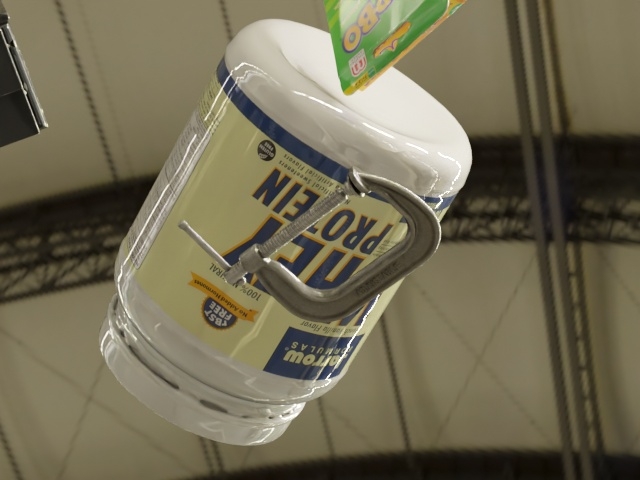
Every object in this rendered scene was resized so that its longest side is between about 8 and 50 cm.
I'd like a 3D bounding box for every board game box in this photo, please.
[{"bbox_3d":[0.050,-0.240,1.238,0.039,0.259,0.124,26,-50,-33],"label":"board game box"}]

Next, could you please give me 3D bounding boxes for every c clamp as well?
[{"bbox_3d":[0.000,0.000,1.079,0.160,0.022,0.137,-31,-63,20],"label":"c clamp"}]

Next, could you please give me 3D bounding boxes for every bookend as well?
[{"bbox_3d":[-0.331,-0.160,1.516,0.072,0.157,0.156,-21,-70,-9],"label":"bookend"}]

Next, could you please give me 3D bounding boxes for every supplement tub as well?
[{"bbox_3d":[-0.039,-0.004,1.320,0.235,0.235,0.325,30,-68,-2],"label":"supplement tub"}]
